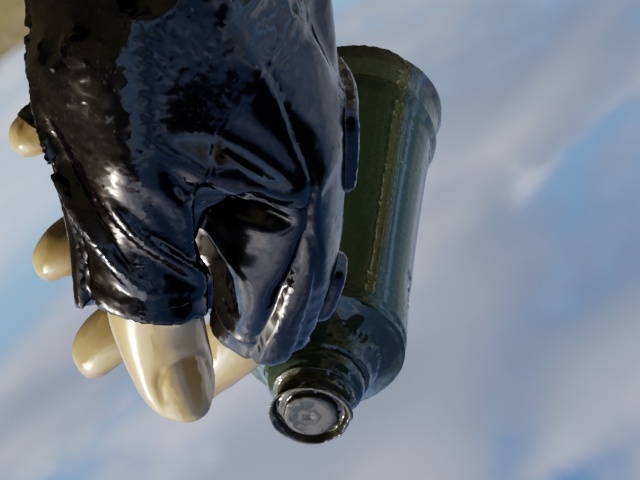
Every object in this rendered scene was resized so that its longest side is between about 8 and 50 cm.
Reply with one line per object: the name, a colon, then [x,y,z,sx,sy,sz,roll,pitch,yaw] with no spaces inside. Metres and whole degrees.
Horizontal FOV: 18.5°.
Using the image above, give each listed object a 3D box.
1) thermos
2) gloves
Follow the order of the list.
thermos: [0.005,0.000,0.826,0.073,0.083,0.188,-25,-145,29]
gloves: [-0.047,-0.030,0.641,0.124,0.203,0.164,-7,-139,6]
